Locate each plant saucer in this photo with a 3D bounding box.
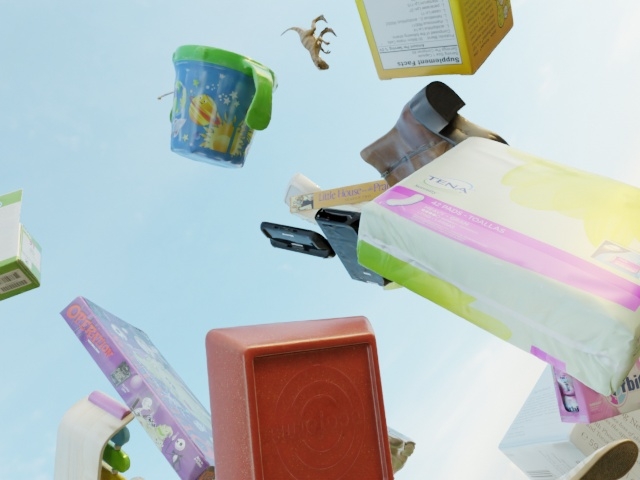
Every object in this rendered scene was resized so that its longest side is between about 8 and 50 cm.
[{"bbox_3d":[-0.008,0.229,0.707,0.258,0.047,0.259,1,-101,-36],"label":"plant saucer"}]

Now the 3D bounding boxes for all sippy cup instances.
[{"bbox_3d":[-0.231,-0.285,1.263,0.305,0.239,0.224,-170,92,-82],"label":"sippy cup"}]

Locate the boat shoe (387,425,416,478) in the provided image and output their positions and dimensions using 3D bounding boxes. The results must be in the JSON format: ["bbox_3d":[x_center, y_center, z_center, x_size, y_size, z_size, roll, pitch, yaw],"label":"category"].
[{"bbox_3d":[0.094,0.408,1.079,0.117,0.123,0.324,-61,-36,-10],"label":"boat shoe"}]

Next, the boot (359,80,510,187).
[{"bbox_3d":[0.207,-0.118,1.036,0.096,0.264,0.280,-47,2,-26],"label":"boot"}]

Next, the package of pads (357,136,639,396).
[{"bbox_3d":[0.221,-0.002,0.608,0.229,0.296,0.101,-33,-44,-35],"label":"package of pads"}]

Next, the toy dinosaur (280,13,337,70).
[{"bbox_3d":[-0.029,-0.508,1.404,0.112,0.212,0.064,-37,-34,8],"label":"toy dinosaur"}]

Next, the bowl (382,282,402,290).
[{"bbox_3d":[0.297,0.029,1.653,0.289,0.289,0.156,-15,-94,-49],"label":"bowl"}]

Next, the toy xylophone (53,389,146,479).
[{"bbox_3d":[-0.399,0.455,1.034,0.081,0.236,0.323,-13,-55,-59],"label":"toy xylophone"}]

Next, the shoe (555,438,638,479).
[{"bbox_3d":[0.590,0.498,1.229,0.219,0.077,0.058,-34,8,-5],"label":"shoe"}]

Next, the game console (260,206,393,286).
[{"bbox_3d":[0.000,0.000,1.284,0.044,0.361,0.213,-56,-44,-26],"label":"game console"}]

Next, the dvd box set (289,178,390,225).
[{"bbox_3d":[0.162,-0.099,1.695,0.307,0.420,0.062,21,-114,-56],"label":"dvd box set"}]

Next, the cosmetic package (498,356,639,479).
[{"bbox_3d":[0.790,0.533,1.591,0.393,0.329,0.327,-45,-5,-29],"label":"cosmetic package"}]

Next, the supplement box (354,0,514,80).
[{"bbox_3d":[0.171,-0.474,0.937,0.195,0.194,0.357,-49,-48,-32],"label":"supplement box"}]

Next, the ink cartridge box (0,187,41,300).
[{"bbox_3d":[-0.748,0.017,1.291,0.188,0.255,0.097,-20,-42,-4],"label":"ink cartridge box"}]

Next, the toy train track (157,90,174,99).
[{"bbox_3d":[-0.386,-0.381,1.473,0.048,0.083,0.014,-84,-25,-54],"label":"toy train track"}]

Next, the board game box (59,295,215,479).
[{"bbox_3d":[-0.249,0.241,0.881,0.056,0.347,0.208,-46,-26,-5],"label":"board game box"}]

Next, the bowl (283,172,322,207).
[{"bbox_3d":[-0.071,-0.151,2.007,0.053,0.142,0.142,-35,-22,-44],"label":"bowl"}]

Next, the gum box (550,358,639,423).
[{"bbox_3d":[0.507,0.263,1.032,0.188,0.062,0.107,-2,-103,-29],"label":"gum box"}]
